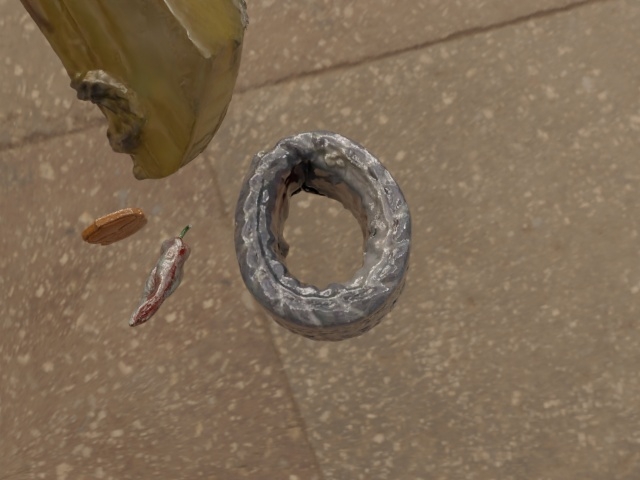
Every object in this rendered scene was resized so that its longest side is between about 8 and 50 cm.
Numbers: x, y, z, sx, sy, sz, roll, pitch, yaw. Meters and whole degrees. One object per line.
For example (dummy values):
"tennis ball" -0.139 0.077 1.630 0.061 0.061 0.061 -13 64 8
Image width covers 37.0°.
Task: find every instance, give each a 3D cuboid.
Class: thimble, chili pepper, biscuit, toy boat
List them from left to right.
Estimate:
"toy boat" -0.139 -0.172 0.418 0.321 0.121 0.089 62 32 -17
"biscuit" -0.321 -0.020 1.503 0.102 0.130 0.019 -27 80 0
"chili pepper" -0.190 0.047 1.164 0.041 0.050 0.153 16 57 5
"thimble" 0.000 0.000 1.128 0.205 0.172 0.236 -29 78 -4
